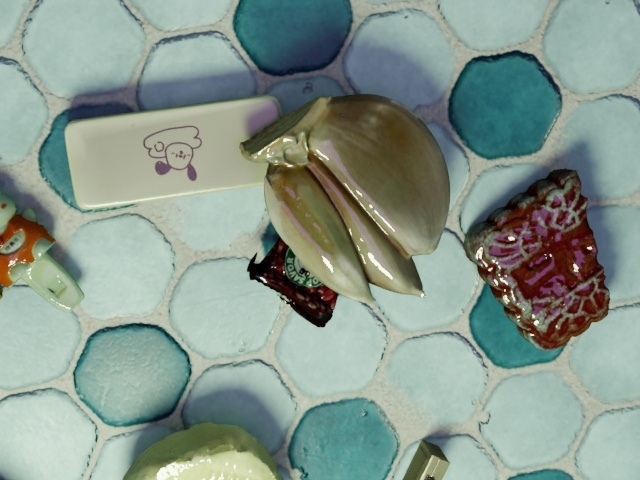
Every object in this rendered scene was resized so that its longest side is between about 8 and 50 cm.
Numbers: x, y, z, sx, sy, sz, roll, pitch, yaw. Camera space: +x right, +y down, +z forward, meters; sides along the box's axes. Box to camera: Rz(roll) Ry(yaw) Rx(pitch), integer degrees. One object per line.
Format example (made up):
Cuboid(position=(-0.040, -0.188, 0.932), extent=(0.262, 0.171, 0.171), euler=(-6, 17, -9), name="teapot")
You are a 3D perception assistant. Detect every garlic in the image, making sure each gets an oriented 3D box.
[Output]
Cuboid(position=(0.053, -0.072, 1.601), extent=(0.279, 0.132, 0.325), euler=(-47, 106, -15), name="garlic")

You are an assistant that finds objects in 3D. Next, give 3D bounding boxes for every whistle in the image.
Cuboid(position=(-0.443, 0.008, 1.618), extent=(0.102, 0.106, 0.253), euler=(-41, 101, 17), name="whistle")

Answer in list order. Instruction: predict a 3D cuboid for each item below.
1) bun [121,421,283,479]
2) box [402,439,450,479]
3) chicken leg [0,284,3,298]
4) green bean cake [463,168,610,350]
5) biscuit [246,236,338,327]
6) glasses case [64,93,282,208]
Cuboid(position=(-0.178, 0.390, 1.681), extent=(0.259, 0.152, 0.259), euler=(-5, 109, -14), name="bun")
Cuboid(position=(0.163, 0.361, 1.753), extent=(0.035, 0.083, 0.079), euler=(25, 96, -10), name="box")
Cuboid(position=(-0.586, 0.079, 1.620), extent=(0.251, 0.087, 0.107), euler=(-7, 91, -11), name="chicken leg")
Cuboid(position=(0.348, 0.036, 1.720), extent=(0.198, 0.097, 0.233), euler=(-31, 100, -2), name="green bean cake")
Cuboid(position=(-0.005, -0.004, 1.683), extent=(0.151, 0.063, 0.235), euler=(28, 77, -13), name="biscuit")
Cuboid(position=(-0.207, -0.130, 1.640), extent=(0.313, 0.070, 0.131), euler=(-8, 99, -6), name="glasses case")
